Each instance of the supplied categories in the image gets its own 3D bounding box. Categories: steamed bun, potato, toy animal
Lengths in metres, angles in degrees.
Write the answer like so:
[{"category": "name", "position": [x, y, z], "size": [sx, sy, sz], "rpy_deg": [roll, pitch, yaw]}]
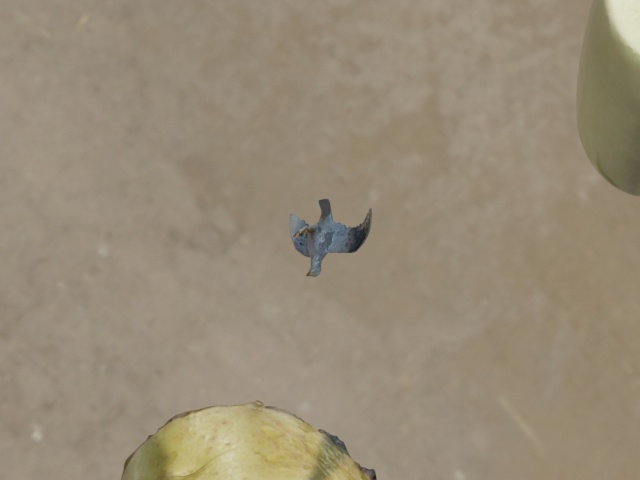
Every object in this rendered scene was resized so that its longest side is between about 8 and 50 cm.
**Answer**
[{"category": "steamed bun", "position": [0.288, -0.154, 1.308], "size": [0.250, 0.200, 0.154], "rpy_deg": [-24, 65, -12]}, {"category": "potato", "position": [-0.059, 0.301, 1.834], "size": [0.285, 0.242, 0.242], "rpy_deg": [32, 36, -14]}, {"category": "toy animal", "position": [-0.001, 0.000, 1.188], "size": [0.028, 0.084, 0.050], "rpy_deg": [49, 63, -24]}]
